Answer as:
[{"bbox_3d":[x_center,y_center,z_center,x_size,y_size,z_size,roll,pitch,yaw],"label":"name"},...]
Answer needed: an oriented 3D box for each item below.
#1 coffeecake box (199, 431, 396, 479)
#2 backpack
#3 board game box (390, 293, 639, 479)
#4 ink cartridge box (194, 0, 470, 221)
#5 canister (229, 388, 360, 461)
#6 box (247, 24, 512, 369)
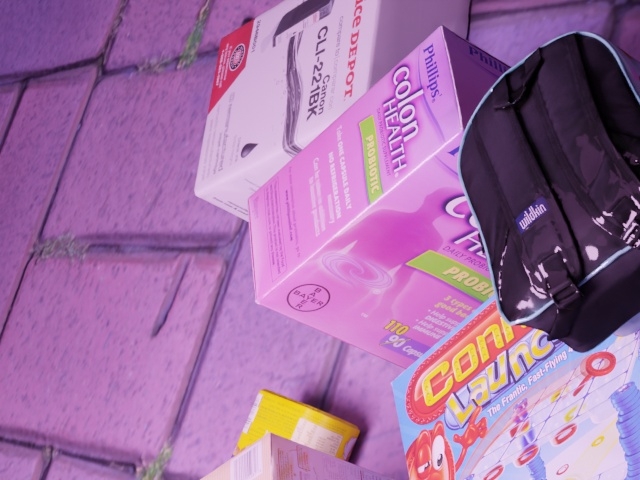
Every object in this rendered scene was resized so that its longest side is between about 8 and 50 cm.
[{"bbox_3d":[-0.011,0.239,1.340,0.142,0.185,0.068,-38,41,35],"label":"coffeecake box"},{"bbox_3d":[0.185,-0.038,1.116,0.166,0.144,0.188,-44,52,29],"label":"backpack"},{"bbox_3d":[0.200,0.147,1.187,0.308,0.086,0.302,-44,37,29],"label":"board game box"},{"bbox_3d":[0.010,-0.147,1.641,0.273,0.114,0.197,-23,50,45],"label":"ink cartridge box"},{"bbox_3d":[-0.042,0.229,1.498,0.126,0.073,0.170,13,78,57],"label":"canister"},{"bbox_3d":[0.100,-0.018,1.329,0.243,0.213,0.117,-40,39,32],"label":"box"}]
